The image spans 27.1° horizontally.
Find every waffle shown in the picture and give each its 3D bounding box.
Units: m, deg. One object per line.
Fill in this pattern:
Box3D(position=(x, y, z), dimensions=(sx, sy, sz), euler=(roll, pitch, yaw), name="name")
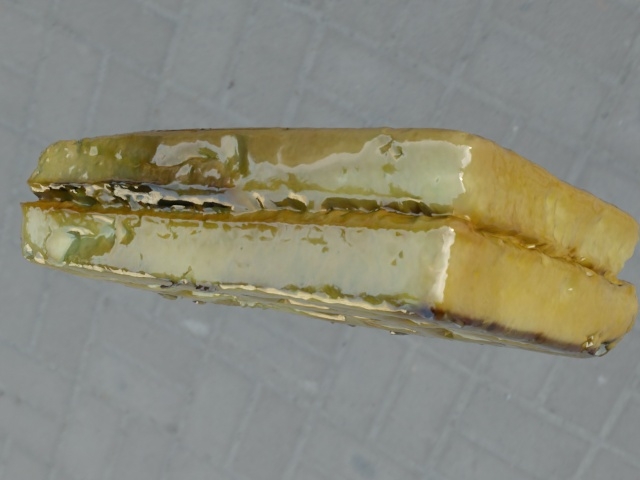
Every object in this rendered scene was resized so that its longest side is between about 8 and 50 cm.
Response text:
Box3D(position=(0.000, 0.000, 0.788), dimensions=(0.327, 0.224, 0.098), euler=(6, 82, 39), name="waffle")
